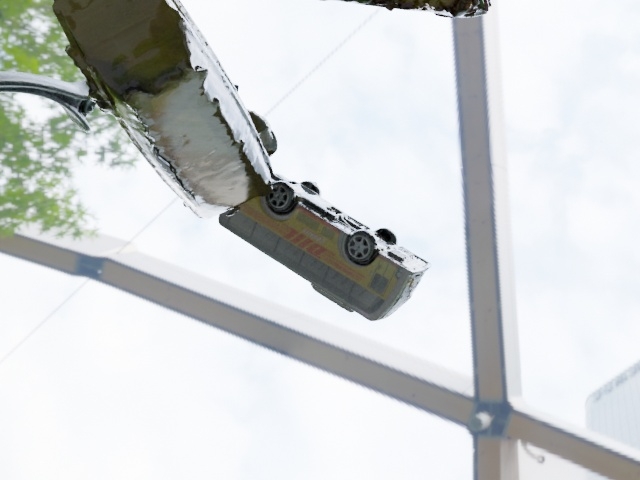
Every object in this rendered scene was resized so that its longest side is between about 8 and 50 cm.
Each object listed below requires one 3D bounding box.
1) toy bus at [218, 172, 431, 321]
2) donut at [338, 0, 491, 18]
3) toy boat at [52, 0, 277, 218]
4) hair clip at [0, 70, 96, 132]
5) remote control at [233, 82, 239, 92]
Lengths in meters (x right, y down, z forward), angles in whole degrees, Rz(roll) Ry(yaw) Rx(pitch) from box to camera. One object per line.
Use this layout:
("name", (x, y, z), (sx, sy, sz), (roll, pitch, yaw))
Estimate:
("toy bus", (0.000, 0.000, 1.075), (0.268, 0.092, 0.106), (32, -72, 19))
("donut", (0.065, -0.287, 0.884), (0.230, 0.216, 0.096), (9, -71, 4))
("toy boat", (-0.140, -0.148, 0.844), (0.135, 0.445, 0.162), (-29, -107, -1))
("hair clip", (-0.320, -0.160, 0.930), (0.039, 0.229, 0.070), (36, -74, 22))
("remote control", (-0.186, -0.212, 1.160), (0.043, 0.152, 0.027), (17, -76, 56))
